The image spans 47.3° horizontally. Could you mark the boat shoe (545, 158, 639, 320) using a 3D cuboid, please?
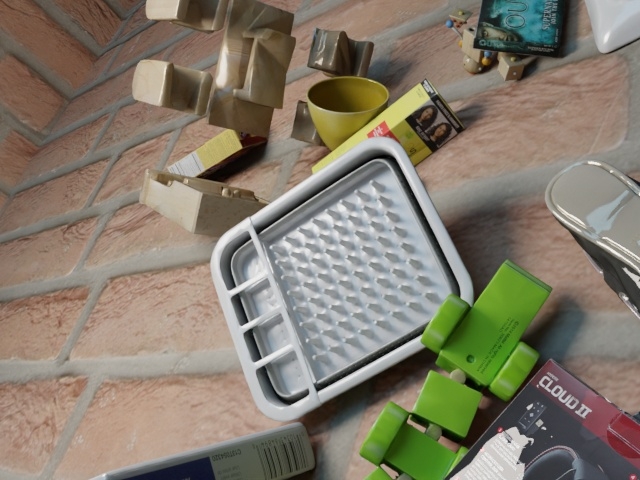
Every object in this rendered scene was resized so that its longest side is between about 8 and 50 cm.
[{"bbox_3d":[0.346,0.034,0.708,0.112,0.095,0.335,-43,39,12],"label":"boat shoe"}]

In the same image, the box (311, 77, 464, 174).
[{"bbox_3d":[0.103,-0.144,1.144,0.232,0.087,0.058,-35,36,16],"label":"box"}]

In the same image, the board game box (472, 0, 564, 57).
[{"bbox_3d":[0.308,-0.355,1.122,0.126,0.026,0.186,8,54,12],"label":"board game box"}]

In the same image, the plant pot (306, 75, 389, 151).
[{"bbox_3d":[0.044,-0.198,1.204,0.134,0.095,0.134,-1,37,1],"label":"plant pot"}]

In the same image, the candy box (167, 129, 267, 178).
[{"bbox_3d":[-0.214,-0.179,1.516,0.186,0.053,0.109,-25,3,29],"label":"candy box"}]

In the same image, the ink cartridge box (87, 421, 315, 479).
[{"bbox_3d":[-0.224,0.311,0.856,0.330,0.324,0.072,-29,72,28],"label":"ink cartridge box"}]

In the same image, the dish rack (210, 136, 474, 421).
[{"bbox_3d":[0.025,0.054,0.968,0.332,0.072,0.286,-33,63,21],"label":"dish rack"}]

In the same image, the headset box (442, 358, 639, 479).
[{"bbox_3d":[0.208,0.257,0.597,0.293,0.110,0.218,-49,34,-2],"label":"headset box"}]

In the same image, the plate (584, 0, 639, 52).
[{"bbox_3d":[0.495,-0.417,1.023,0.278,0.045,0.277,-25,40,31],"label":"plate"}]

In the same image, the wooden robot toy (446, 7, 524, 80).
[{"bbox_3d":[0.259,-0.296,1.155,0.076,0.079,0.173,-24,54,-22],"label":"wooden robot toy"}]

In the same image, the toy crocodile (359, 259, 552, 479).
[{"bbox_3d":[0.137,0.170,0.781,0.115,0.105,0.341,30,75,13],"label":"toy crocodile"}]

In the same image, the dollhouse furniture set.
[{"bbox_3d":[-0.160,-0.220,1.292,0.256,0.362,0.394,23,102,55],"label":"dollhouse furniture set"}]
